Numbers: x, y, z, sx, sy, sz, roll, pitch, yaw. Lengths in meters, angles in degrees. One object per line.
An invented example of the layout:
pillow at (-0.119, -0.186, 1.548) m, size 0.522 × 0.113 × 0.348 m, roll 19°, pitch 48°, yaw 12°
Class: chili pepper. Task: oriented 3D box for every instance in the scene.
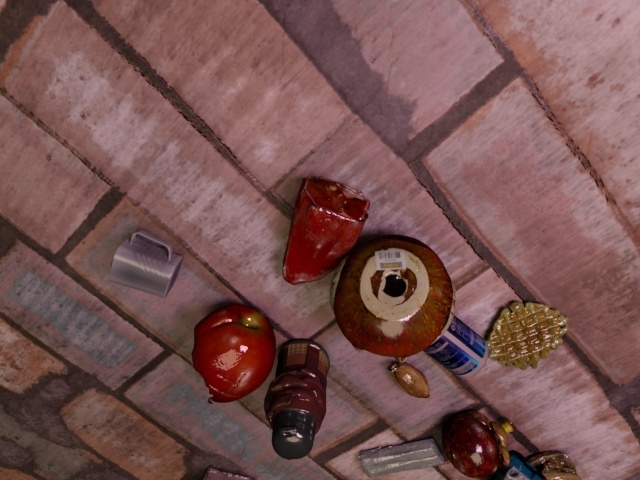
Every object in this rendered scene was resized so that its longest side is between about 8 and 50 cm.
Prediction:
chili pepper at (0.000, 0.000, 0.854) m, size 0.144 × 0.136 × 0.252 m, roll -13°, pitch 138°, yaw -40°

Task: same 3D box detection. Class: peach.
peach at (-0.208, 0.262, 0.936) m, size 0.190 × 0.196 × 0.226 m, roll 40°, pitch 113°, yaw 22°

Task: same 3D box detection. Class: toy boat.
toy boat at (0.489, 0.697, 1.097) m, size 0.092 × 0.134 × 0.298 m, roll -19°, pitch 129°, yaw -33°

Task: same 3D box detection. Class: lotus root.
lotus root at (0.226, 0.345, 1.013) m, size 0.152 × 0.063 × 0.072 m, roll 44°, pitch 148°, yaw -19°

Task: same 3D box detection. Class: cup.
cup at (-0.375, 0.044, 0.896) m, size 0.130 × 0.095 × 0.128 m, roll 22°, pitch 112°, yaw -10°

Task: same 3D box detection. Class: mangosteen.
mangosteen at (0.398, 0.511, 1.054) m, size 0.146 × 0.181 × 0.155 m, roll -12°, pitch 101°, yaw 55°

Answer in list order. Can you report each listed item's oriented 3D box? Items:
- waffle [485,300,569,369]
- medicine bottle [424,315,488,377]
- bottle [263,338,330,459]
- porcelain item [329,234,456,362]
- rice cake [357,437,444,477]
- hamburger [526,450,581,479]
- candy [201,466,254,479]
waffle at (0.476, 0.223, 0.954) m, size 0.169 × 0.036 × 0.183 m, roll 16°, pitch 116°, yaw -5°
medicine bottle at (0.275, 0.215, 0.924) m, size 0.191 × 0.107 × 0.107 m, roll 38°, pitch 112°, yaw -13°
bottle at (-0.054, 0.355, 0.920) m, size 0.143 × 0.271 × 0.156 m, roll -5°, pitch 115°, yaw 6°
porcelain item at (0.142, 0.119, 0.837) m, size 0.253 × 0.253 × 0.252 m, roll 1°, pitch 115°, yaw 3°
rice cake at (0.224, 0.607, 1.148) m, size 0.226 × 0.040 × 0.085 m, roll -17°, pitch 112°, yaw 12°
hamburger at (0.611, 0.657, 1.098) m, size 0.185 × 0.131 × 0.159 m, roll -19°, pitch 109°, yaw 16°
candy at (-0.292, 0.796, 1.219) m, size 0.185 × 0.137 × 0.195 m, roll 19°, pitch 113°, yaw -5°
